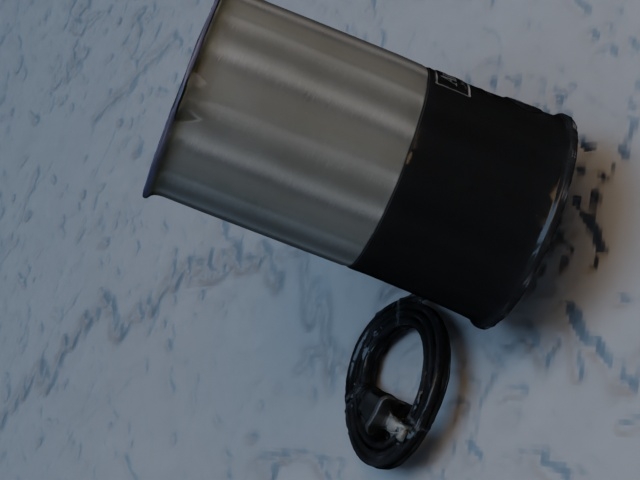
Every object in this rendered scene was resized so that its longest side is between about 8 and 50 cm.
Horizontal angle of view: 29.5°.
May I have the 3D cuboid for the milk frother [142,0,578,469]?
[{"bbox_3d":[0.000,0.000,0.451,0.129,0.134,0.143,145,145,-80],"label":"milk frother"}]
